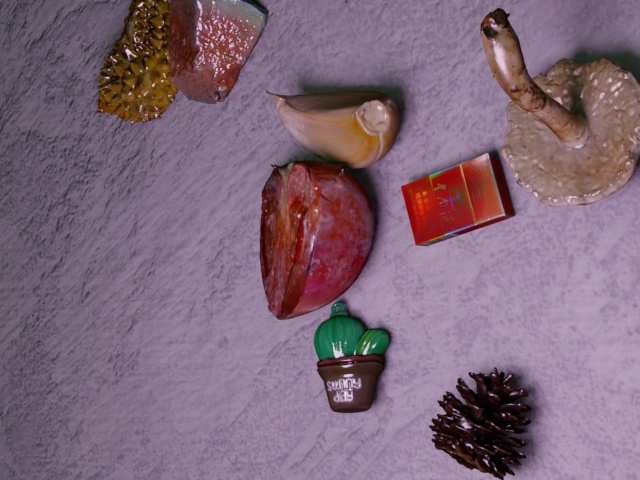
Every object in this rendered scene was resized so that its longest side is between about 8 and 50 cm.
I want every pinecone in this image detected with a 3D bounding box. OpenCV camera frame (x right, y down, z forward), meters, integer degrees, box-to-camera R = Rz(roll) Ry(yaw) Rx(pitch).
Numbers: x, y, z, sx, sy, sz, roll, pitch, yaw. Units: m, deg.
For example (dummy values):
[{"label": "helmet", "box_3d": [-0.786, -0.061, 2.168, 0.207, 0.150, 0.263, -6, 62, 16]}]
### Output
[{"label": "pinecone", "box_3d": [0.261, 0.283, 1.589, 0.163, 0.163, 0.165, 17, 76, 35]}]

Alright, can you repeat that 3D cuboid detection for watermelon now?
[{"label": "watermelon", "box_3d": [-0.229, -0.390, 1.995, 0.193, 0.139, 0.257, 35, 116, 40]}]

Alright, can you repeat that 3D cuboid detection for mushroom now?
[{"label": "mushroom", "box_3d": [0.321, -0.182, 1.489, 0.208, 0.301, 0.233, 159, 121, -67]}]

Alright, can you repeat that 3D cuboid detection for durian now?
[{"label": "durian", "box_3d": [-0.369, -0.392, 2.083, 0.191, 0.112, 0.341, 33, 105, 34]}]

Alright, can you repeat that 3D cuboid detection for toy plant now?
[{"label": "toy plant", "box_3d": [0.054, 0.201, 1.769, 0.143, 0.105, 0.200, -10, 70, 25]}]

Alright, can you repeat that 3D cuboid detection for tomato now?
[{"label": "tomato", "box_3d": [0.005, -0.003, 1.771, 0.309, 0.170, 0.309, 180, 90, -72]}]

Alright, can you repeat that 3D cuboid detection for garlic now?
[{"label": "garlic", "box_3d": [0.033, -0.210, 1.753, 0.245, 0.164, 0.145, 14, 79, 35]}]

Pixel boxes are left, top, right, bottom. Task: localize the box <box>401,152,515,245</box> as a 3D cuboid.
[{"label": "box", "box_3d": [0.228, -0.066, 1.681, 0.175, 0.048, 0.112, -21, 76, 33]}]
